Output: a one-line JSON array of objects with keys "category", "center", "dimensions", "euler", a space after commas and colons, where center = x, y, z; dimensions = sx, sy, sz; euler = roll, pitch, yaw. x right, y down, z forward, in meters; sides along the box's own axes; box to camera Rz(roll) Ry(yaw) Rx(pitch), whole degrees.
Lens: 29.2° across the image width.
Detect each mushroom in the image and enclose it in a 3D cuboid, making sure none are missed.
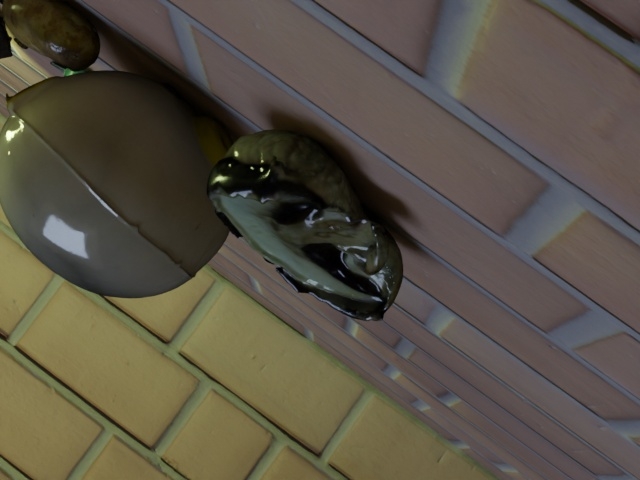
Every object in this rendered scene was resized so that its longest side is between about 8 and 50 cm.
[{"category": "mushroom", "center": [-0.002, -0.029, 1.525], "dimensions": [0.247, 0.130, 0.344], "euler": [8, 156, 38]}]

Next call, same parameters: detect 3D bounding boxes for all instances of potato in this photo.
[{"category": "potato", "center": [-0.369, -0.291, 1.688], "dimensions": [0.170, 0.080, 0.107], "euler": [27, 160, 35]}]

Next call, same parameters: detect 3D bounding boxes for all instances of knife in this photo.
[{"category": "knife", "center": [-0.429, -0.287, 2.149], "dimensions": [0.063, 0.034, 0.260], "euler": [33, 180, -23]}]

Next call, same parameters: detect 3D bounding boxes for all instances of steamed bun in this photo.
[{"category": "steamed bun", "center": [-0.286, -0.079, 1.735], "dimensions": [0.334, 0.334, 0.374], "euler": [33, 172, 21]}]

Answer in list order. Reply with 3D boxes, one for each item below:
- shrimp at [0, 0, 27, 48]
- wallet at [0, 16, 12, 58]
[{"category": "shrimp", "center": [-0.465, -0.342, 1.932], "dimensions": [0.195, 0.035, 0.148], "euler": [17, 162, 47]}, {"category": "wallet", "center": [-0.649, -0.365, 2.222], "dimensions": [0.165, 0.042, 0.309], "euler": [-3, 178, -10]}]
